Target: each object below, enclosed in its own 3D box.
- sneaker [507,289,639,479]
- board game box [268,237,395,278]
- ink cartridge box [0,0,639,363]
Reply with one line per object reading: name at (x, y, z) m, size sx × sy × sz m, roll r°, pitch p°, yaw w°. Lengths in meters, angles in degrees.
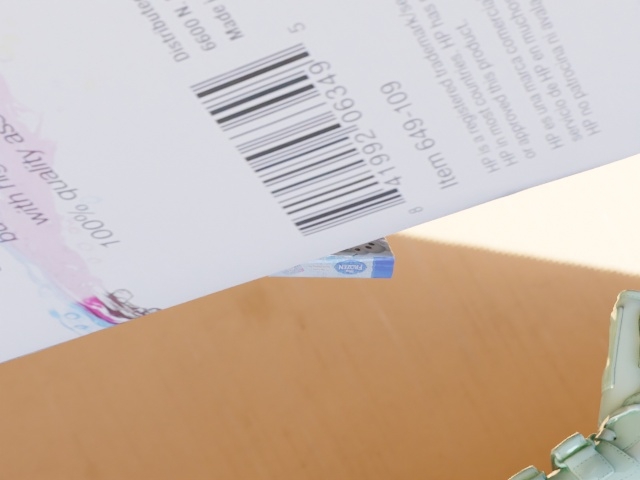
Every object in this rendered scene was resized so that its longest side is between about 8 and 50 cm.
sneaker at (0.136, 0.109, 0.736) m, size 0.256 × 0.151 × 0.094 m, roll -11°, pitch 150°, yaw 3°
board game box at (0.000, 0.000, 1.041) m, size 0.090 × 0.020 × 0.090 m, roll 2°, pitch -156°, yaw -11°
ink cartridge box at (-0.076, -0.110, 0.372) m, size 0.270 × 0.197 × 0.198 m, roll -18°, pitch 138°, yaw 17°
